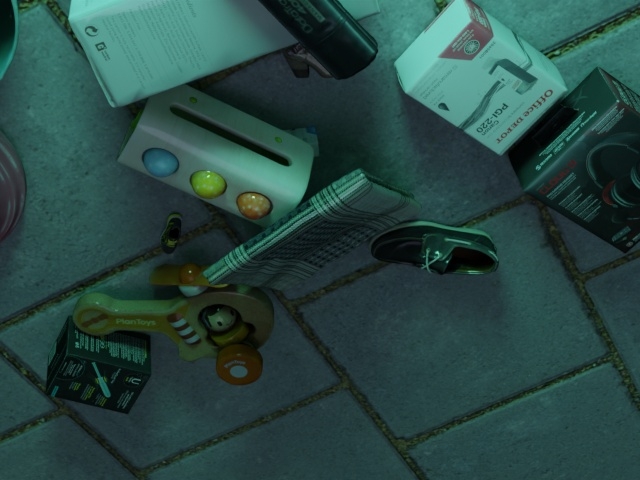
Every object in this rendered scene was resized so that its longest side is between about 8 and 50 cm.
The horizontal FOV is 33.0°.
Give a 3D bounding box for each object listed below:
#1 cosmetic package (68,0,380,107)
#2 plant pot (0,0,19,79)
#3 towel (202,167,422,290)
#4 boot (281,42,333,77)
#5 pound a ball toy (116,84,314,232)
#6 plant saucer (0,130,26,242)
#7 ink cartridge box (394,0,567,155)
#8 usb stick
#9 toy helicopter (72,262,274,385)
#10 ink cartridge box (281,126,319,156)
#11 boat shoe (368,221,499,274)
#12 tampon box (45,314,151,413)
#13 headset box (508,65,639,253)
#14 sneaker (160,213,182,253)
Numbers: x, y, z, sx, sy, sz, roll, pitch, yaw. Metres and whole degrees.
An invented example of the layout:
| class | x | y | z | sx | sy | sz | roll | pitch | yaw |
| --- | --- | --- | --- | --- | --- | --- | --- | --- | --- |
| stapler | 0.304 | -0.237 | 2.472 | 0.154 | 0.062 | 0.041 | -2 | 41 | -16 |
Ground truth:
| class | x | y | z | sx | sy | sz | roll | pitch | yaw |
| --- | --- | --- | --- | --- | --- | --- | --- | --- | --- |
| cosmetic package | -0.131 | -0.351 | 1.463 | 0.385 | 0.217 | 0.156 | -16 | 130 | 7 |
| plant pot | -0.528 | -0.345 | 1.386 | 0.293 | 0.235 | 0.293 | -5 | 131 | -6 |
| towel | 0.000 | 0.000 | 1.764 | 0.312 | 0.056 | 0.324 | -33 | 166 | 15 |
| boot | 0.000 | -0.292 | 1.645 | 0.118 | 0.042 | 0.087 | -9 | 128 | -2 |
| pound a ball toy | -0.160 | -0.091 | 1.697 | 0.319 | 0.136 | 0.208 | 25 | 139 | -16 |
| plant saucer | -0.634 | -0.072 | 1.694 | 0.332 | 0.084 | 0.332 | -5 | 131 | -6 |
| ink cartridge box | 0.250 | -0.254 | 1.686 | 0.218 | 0.092 | 0.158 | 27 | 121 | -30 |
| usb stick | -0.033 | -0.305 | 1.349 | 0.077 | 0.045 | 0.278 | -31 | 128 | 26 |
| toy helicopter | -0.258 | 0.124 | 1.899 | 0.355 | 0.140 | 0.235 | 2 | 133 | -1 |
| ink cartridge box | -0.046 | -0.156 | 1.747 | 0.083 | 0.048 | 0.028 | -6 | 131 | -2 |
| boat shoe | 0.202 | 0.020 | 1.919 | 0.233 | 0.079 | 0.084 | 4 | 131 | -11 |
| tampon box | -0.405 | 0.228 | 1.977 | 0.161 | 0.101 | 0.120 | 18 | 125 | -24 |
| headset box | 0.477 | -0.136 | 1.809 | 0.293 | 0.110 | 0.218 | 28 | 121 | -29 |
| sneaker | -0.256 | -0.006 | 1.848 | 0.031 | 0.035 | 0.083 | 7 | 128 | -14 |
